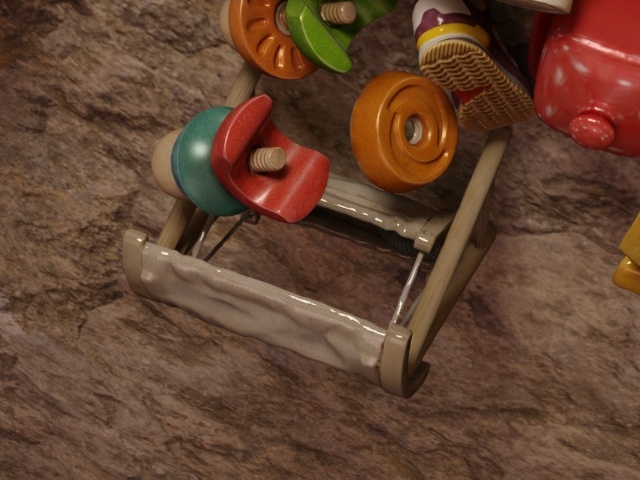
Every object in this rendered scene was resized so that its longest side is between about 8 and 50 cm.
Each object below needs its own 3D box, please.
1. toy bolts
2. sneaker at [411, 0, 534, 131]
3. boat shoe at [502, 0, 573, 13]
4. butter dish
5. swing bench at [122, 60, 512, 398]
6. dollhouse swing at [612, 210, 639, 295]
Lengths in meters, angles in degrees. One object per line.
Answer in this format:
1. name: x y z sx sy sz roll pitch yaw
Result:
1. toy bolts: -0.028 -0.097 1.415 0.158 0.228 0.218 1 136 52
2. sneaker: 0.125 -0.152 1.388 0.070 0.083 0.185 -13 158 16
3. boat shoe: 0.044 -0.252 1.274 0.324 0.096 0.116 19 -173 22
4. butter dish: 0.221 -0.117 1.299 0.160 0.118 0.160 22 147 13
5. swing bench: 0.000 0.000 1.507 0.253 0.254 0.165 21 147 14
6. dollhouse swing: 0.431 -0.033 1.114 0.305 0.315 0.347 44 150 15
